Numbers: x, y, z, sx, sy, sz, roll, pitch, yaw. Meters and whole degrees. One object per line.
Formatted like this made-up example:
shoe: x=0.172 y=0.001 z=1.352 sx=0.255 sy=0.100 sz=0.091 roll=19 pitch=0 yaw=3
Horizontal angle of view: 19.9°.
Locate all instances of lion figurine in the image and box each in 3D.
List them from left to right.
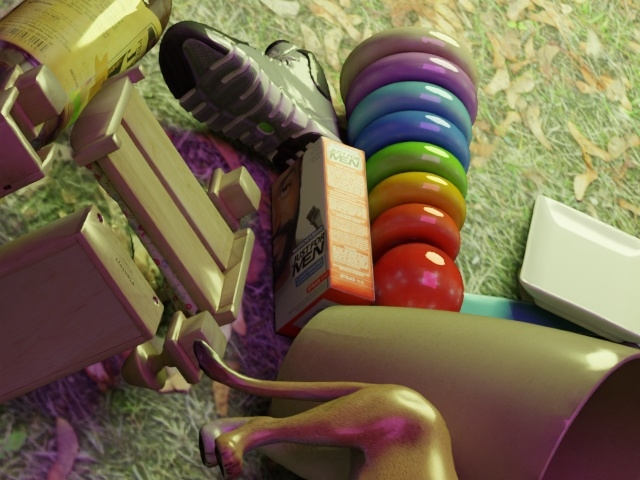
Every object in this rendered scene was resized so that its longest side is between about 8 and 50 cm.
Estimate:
lion figurine: x=0.059 y=0.208 z=1.321 sx=0.240 sy=0.142 sz=0.392 roll=-13 pitch=57 yaw=-11

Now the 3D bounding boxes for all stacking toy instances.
stacking toy: x=0.087 y=-0.049 z=1.733 sx=0.141 sy=0.141 sz=0.330 roll=24 pitch=43 yaw=-24

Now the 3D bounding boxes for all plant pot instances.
plant pot: x=0.104 y=0.161 z=1.526 sx=0.274 sy=0.256 sz=0.256 roll=23 pitch=35 yaw=27

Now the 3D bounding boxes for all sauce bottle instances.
sauce bottle: x=-0.205 y=-0.197 z=1.648 sx=0.111 sy=0.111 sz=0.344 roll=44 pitch=45 yaw=-5

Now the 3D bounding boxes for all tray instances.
tray: x=0.271 y=0.033 z=1.847 sx=0.145 sy=0.030 sz=0.270 roll=26 pitch=22 yaw=1

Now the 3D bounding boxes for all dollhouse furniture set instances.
dollhouse furniture set: x=-0.214 y=-0.035 z=1.515 sx=0.303 sy=0.174 sz=0.355 roll=58 pitch=20 yaw=-24

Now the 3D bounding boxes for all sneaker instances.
sneaker: x=-0.066 y=-0.160 z=1.754 sx=0.228 sy=0.086 sz=0.132 roll=40 pitch=34 yaw=-33

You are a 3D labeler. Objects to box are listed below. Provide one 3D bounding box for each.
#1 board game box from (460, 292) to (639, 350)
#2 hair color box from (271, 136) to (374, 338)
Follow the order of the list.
board game box: x=0.234 y=0.222 z=1.722 sx=0.254 sy=0.079 sz=0.336 roll=8 pitch=56 yaw=-35
hair color box: x=0.000 y=0.000 z=1.684 sx=0.053 sy=0.093 sz=0.167 roll=19 pitch=50 yaw=-28
